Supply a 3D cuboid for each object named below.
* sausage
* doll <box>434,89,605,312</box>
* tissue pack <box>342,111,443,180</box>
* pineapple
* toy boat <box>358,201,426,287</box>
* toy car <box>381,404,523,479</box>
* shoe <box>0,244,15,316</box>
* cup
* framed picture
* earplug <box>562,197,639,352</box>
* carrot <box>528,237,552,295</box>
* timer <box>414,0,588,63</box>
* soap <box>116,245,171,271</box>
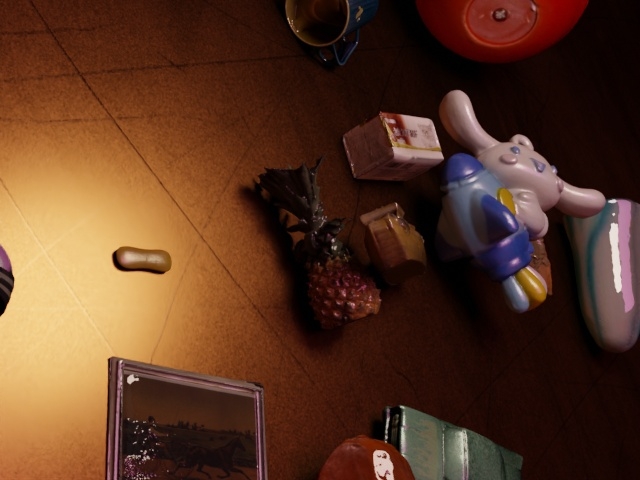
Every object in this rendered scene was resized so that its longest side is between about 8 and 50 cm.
[{"bbox_3d":[0.058,0.398,1.256,0.141,0.153,0.268,54,36,-44],"label":"sausage"},{"bbox_3d":[0.346,-0.068,1.731,0.376,0.187,0.365,23,57,6],"label":"doll"},{"bbox_3d":[0.133,-0.171,1.690,0.148,0.106,0.099,-1,70,-47],"label":"tissue pack"},{"bbox_3d":[0.000,0.000,1.453,0.130,0.119,0.277,126,-57,-86],"label":"pineapple"},{"bbox_3d":[0.117,-0.001,1.486,0.321,0.089,0.121,33,37,-76],"label":"toy boat"},{"bbox_3d":[0.226,0.367,1.492,0.320,0.097,0.141,29,49,-33],"label":"toy car"},{"bbox_3d":[-0.389,0.069,1.055,0.071,0.049,0.179,31,49,-32],"label":"shoe"},{"bbox_3d":[0.031,-0.420,1.724,0.155,0.131,0.176,-38,127,-53],"label":"cup"},{"bbox_3d":[-0.166,0.264,1.206,0.252,0.014,0.197,18,56,-39],"label":"framed picture"},{"bbox_3d":[0.638,0.089,2.035,0.185,0.185,0.324,22,60,-37],"label":"earplug"},{"bbox_3d":[0.417,-0.002,1.907,0.102,0.102,0.263,-29,94,-50],"label":"carrot"},{"bbox_3d":[0.384,-0.556,1.956,0.378,0.378,0.279,33,46,-29],"label":"timer"},{"bbox_3d":[-0.241,0.025,1.262,0.089,0.012,0.034,6,64,-44],"label":"soap"}]
